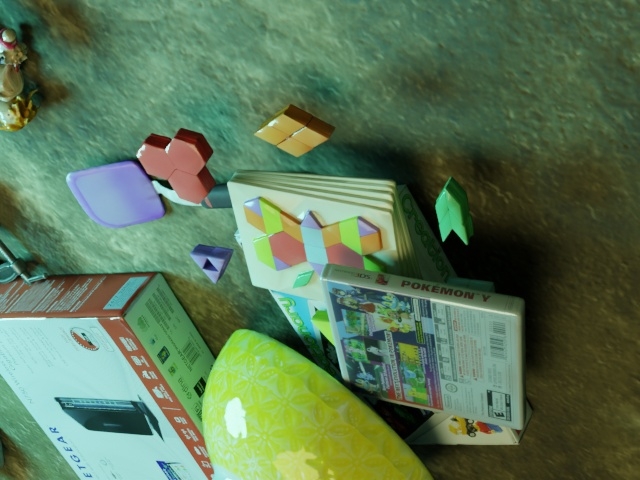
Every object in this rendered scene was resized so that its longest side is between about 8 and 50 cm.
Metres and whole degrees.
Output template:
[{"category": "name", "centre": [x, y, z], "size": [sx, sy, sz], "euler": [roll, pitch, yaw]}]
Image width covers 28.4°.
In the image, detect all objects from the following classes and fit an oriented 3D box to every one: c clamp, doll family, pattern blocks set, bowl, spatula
[{"category": "c clamp", "centre": [-0.409, -0.002, 1.551], "size": [0.161, 0.022, 0.137], "euler": [49, 146, -10]}, {"category": "doll family", "centre": [-0.382, -0.167, 1.316], "size": [0.263, 0.118, 0.163], "euler": [-30, 104, 30]}, {"category": "pattern blocks set", "centre": [0.000, 0.000, 1.173], "size": [0.325, 0.026, 0.285], "euler": [-2, 129, 35]}, {"category": "bowl", "centre": [-0.033, 0.246, 1.361], "size": [0.289, 0.156, 0.289], "euler": [37, 161, 14]}, {"category": "spatula", "centre": [-0.135, -0.048, 1.303], "size": [0.296, 0.030, 0.084], "euler": [1, 131, 35]}]

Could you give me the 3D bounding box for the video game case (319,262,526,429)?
[{"category": "video game case", "centre": [0.100, 0.101, 1.178], "size": [0.183, 0.023, 0.201], "euler": [10, 145, 17]}]

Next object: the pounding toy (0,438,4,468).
[{"category": "pounding toy", "centre": [-0.552, 0.331, 1.939], "size": [0.141, 0.100, 0.130], "euler": [25, 141, 13]}]

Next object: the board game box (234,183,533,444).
[{"category": "board game box", "centre": [0.066, 0.087, 1.278], "size": [0.193, 0.053, 0.305], "euler": [-7, 126, 39]}]

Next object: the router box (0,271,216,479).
[{"category": "router box", "centre": [-0.249, 0.193, 1.592], "size": [0.301, 0.082, 0.335], "euler": [-4, 128, 38]}]
